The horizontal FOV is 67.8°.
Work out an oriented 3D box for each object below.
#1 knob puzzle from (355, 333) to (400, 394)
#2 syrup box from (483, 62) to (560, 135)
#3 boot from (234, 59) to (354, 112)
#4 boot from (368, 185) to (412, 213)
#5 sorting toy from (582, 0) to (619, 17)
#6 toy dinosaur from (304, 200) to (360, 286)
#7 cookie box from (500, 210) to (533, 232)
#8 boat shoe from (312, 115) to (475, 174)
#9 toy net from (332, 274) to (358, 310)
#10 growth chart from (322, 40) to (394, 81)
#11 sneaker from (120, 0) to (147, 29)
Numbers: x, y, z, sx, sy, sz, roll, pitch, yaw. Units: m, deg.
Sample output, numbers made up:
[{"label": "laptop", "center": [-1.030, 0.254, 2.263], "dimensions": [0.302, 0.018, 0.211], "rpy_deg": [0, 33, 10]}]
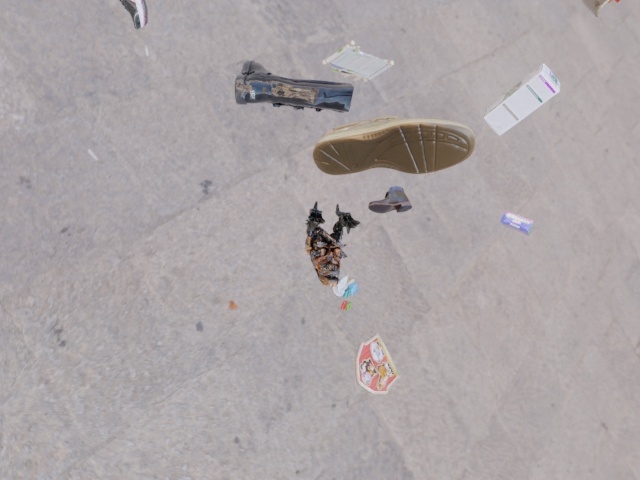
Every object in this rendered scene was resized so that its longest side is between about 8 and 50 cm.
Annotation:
[{"label": "knob puzzle", "center": [0.187, 0.429, 1.604], "dimensions": [0.213, 0.030, 0.213], "rpy_deg": [20, 58, -36]}, {"label": "syrup box", "center": [0.683, -0.476, 1.620], "dimensions": [0.096, 0.237, 0.093], "rpy_deg": [44, 42, -9]}, {"label": "boot", "center": [-0.094, -0.623, 1.922], "dimensions": [0.444, 0.146, 0.367], "rpy_deg": [1, 36, 0]}, {"label": "boot", "center": [0.293, -0.182, 2.091], "dimensions": [0.219, 0.082, 0.106], "rpy_deg": [-1, 64, -28]}, {"label": "sorting toy", "center": [0.669, -0.584, 1.030], "dimensions": [0.047, 0.196, 0.348], "rpy_deg": [33, 39, -8]}, {"label": "toy dinosaur", "center": [0.000, 0.000, 1.546], "dimensions": [0.164, 0.219, 0.322], "rpy_deg": [-13, 46, -35]}, {"label": "cookie box", "center": [0.636, -0.055, 1.536], "dimensions": [0.107, 0.091, 0.040], "rpy_deg": [11, 104, -64]}, {"label": "boat shoe", "center": [0.137, -0.192, 0.910], "dimensions": [0.098, 0.302, 0.109], "rpy_deg": [-71, 150, -46]}, {"label": "toy net", "center": [0.079, 0.183, 1.721], "dimensions": [0.122, 0.045, 0.232], "rpy_deg": [-62, 155, -6]}, {"label": "growth chart", "center": [0.121, -0.572, 1.547], "dimensions": [0.237, 0.171, 0.021], "rpy_deg": [1, 82, -44]}, {"label": "sneaker", "center": [-0.456, -0.580, 1.097], "dimensions": [0.077, 0.072, 0.178], "rpy_deg": [-13, 112, -4]}]
